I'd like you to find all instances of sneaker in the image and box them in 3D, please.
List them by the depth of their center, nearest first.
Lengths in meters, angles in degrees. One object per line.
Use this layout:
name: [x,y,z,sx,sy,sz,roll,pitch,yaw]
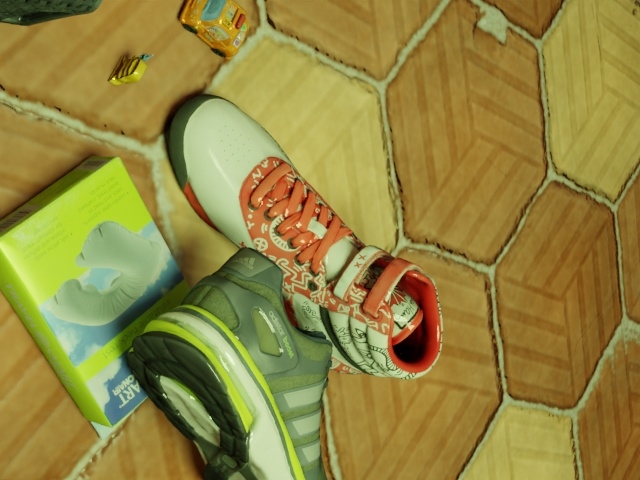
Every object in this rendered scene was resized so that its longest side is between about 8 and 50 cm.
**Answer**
sneaker: [-0.030,0.131,0.726,0.121,0.111,0.300,-52,143,-30]
sneaker: [0.001,0.000,0.745,0.090,0.145,0.270,-47,123,-30]

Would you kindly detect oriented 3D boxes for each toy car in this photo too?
toy car: [-0.094,-0.139,0.716,0.122,0.040,0.060,-53,126,-27]

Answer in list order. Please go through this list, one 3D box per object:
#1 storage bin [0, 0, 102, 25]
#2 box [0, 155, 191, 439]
storage bin: [-0.190,-0.223,0.561,0.084,0.122,0.180,-3,96,-44]
box: [-0.149,0.044,0.679,0.109,0.042,0.178,-42,120,-32]
